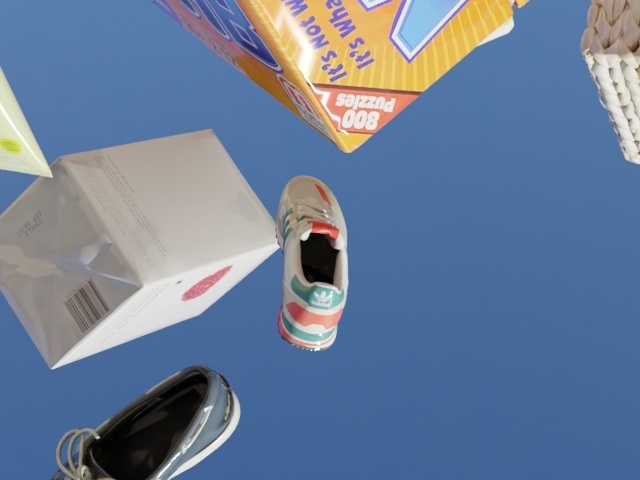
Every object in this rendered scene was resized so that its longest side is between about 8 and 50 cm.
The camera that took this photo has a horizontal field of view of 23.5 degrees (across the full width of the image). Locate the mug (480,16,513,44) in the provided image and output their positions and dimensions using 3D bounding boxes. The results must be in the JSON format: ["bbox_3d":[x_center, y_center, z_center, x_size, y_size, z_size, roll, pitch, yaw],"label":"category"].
[{"bbox_3d":[0.224,-0.295,2.060,0.064,0.062,0.078,-14,-178,5],"label":"mug"}]

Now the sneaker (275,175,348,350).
[{"bbox_3d":[0.000,0.000,1.145,0.057,0.075,0.161,10,-133,-10],"label":"sneaker"}]

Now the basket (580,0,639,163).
[{"bbox_3d":[0.441,-0.256,1.595,0.266,0.331,0.328,6,-106,21],"label":"basket"}]

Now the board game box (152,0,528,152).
[{"bbox_3d":[-0.011,-0.364,1.214,0.356,0.356,0.356,-41,-138,-7],"label":"board game box"}]

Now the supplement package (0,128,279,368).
[{"bbox_3d":[-0.212,0.002,1.777,0.175,0.177,0.293,55,-149,9],"label":"supplement package"}]

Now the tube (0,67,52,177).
[{"bbox_3d":[-0.347,-0.156,1.557,0.062,0.240,0.070,-25,-136,-8],"label":"tube"}]

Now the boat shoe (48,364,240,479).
[{"bbox_3d":[-0.181,0.204,1.350,0.254,0.079,0.095,-36,-117,-3],"label":"boat shoe"}]
